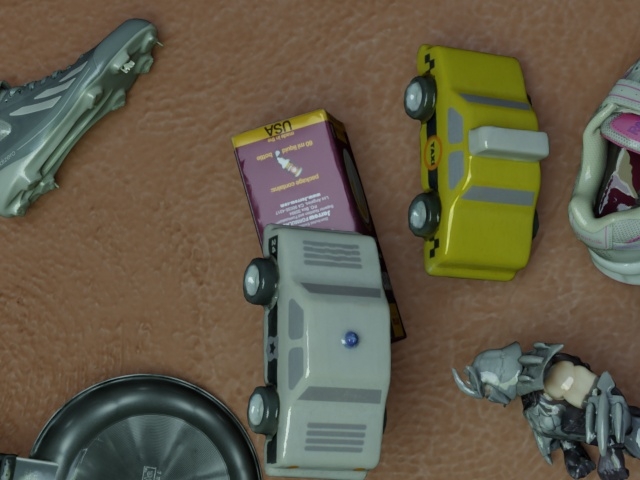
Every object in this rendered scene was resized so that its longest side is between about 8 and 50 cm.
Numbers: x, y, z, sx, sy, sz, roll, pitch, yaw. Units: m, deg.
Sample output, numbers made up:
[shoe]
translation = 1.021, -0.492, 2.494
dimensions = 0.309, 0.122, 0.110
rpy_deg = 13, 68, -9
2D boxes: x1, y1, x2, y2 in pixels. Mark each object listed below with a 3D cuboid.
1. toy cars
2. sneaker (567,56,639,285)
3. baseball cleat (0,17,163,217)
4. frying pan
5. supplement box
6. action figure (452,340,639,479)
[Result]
[toy cars]
translation = 0.069, 0.004, 1.258
dimensions = 0.176, 0.087, 0.393
rpy_deg = 45, 62, -11
[sneaker]
translation = 0.264, -0.090, 1.287
dimensions = 0.103, 0.111, 0.252
rpy_deg = 21, 91, 29
[baseball cleat]
translation = -0.228, -0.120, 1.412
dimensions = 0.109, 0.072, 0.206
rpy_deg = 40, 91, 16
[frying pan]
translation = -0.192, 0.169, 1.353
dimensions = 0.326, 0.053, 0.197
rpy_deg = 34, 74, -8
[supplement box]
translation = 0.000, 0.000, 1.347
dimensions = 0.081, 0.104, 0.188
rpy_deg = -17, 85, 9
[action figure]
translation = 0.231, 0.146, 1.268
dimensions = 0.285, 0.185, 0.099
rpy_deg = 21, 90, 0
